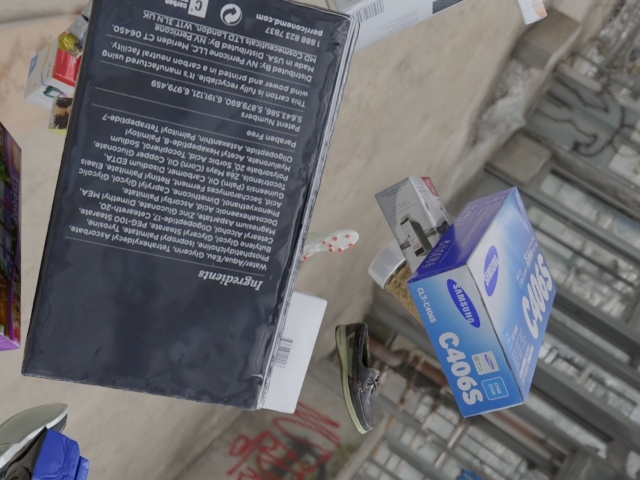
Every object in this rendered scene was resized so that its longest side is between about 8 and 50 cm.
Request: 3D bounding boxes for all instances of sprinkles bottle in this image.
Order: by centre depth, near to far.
[{"bbox_3d":[0.255,0.142,1.578,0.121,0.355,0.121,-40,162,-16],"label":"sprinkles bottle"}]

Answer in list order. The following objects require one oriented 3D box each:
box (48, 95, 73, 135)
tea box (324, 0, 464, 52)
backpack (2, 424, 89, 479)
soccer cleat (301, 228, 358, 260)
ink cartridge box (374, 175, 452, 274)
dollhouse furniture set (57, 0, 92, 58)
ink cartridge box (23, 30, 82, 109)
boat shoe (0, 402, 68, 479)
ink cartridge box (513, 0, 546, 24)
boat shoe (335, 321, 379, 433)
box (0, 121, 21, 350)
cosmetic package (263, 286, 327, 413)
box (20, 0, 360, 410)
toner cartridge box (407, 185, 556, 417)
[{"bbox_3d":[-0.524,-0.289,1.915,0.058,0.232,0.087,41,54,-76],"label":"box"},{"bbox_3d":[0.134,-0.615,1.627,0.329,0.323,0.220,-25,169,3],"label":"tea box"},{"bbox_3d":[-0.402,0.347,1.160,0.120,0.101,0.098,-36,-154,28],"label":"backpack"},{"bbox_3d":[0.000,0.000,2.089,0.196,0.076,0.068,-17,134,5],"label":"soccer cleat"},{"bbox_3d":[0.138,-0.013,1.063,0.056,0.135,0.099,-28,173,23],"label":"ink cartridge box"},{"bbox_3d":[-0.433,-0.519,1.836,0.303,0.286,0.198,-55,161,-8],"label":"dollhouse furniture set"},{"bbox_3d":[-0.678,-0.449,2.102,0.078,0.231,0.134,21,60,-40],"label":"ink cartridge box"},{"bbox_3d":[-0.564,0.395,1.506,0.302,0.114,0.091,-40,123,-70],"label":"boat shoe"},{"bbox_3d":[0.328,-0.481,1.379,0.045,0.145,0.179,-20,133,13],"label":"ink cartridge box"},{"bbox_3d":[0.055,0.184,1.099,0.049,0.152,0.056,-16,165,15],"label":"boat shoe"},{"bbox_3d":[-0.426,-0.030,0.981,0.201,0.057,0.293,88,-6,-68],"label":"box"},{"bbox_3d":[-0.117,0.188,1.572,0.225,0.138,0.224,16,-91,64],"label":"cosmetic package"},{"bbox_3d":[-0.190,-0.091,1.103,0.480,0.297,0.471,-138,-121,-74],"label":"box"},{"bbox_3d":[0.211,0.057,0.986,0.075,0.165,0.348,-21,-171,26],"label":"toner cartridge box"}]
